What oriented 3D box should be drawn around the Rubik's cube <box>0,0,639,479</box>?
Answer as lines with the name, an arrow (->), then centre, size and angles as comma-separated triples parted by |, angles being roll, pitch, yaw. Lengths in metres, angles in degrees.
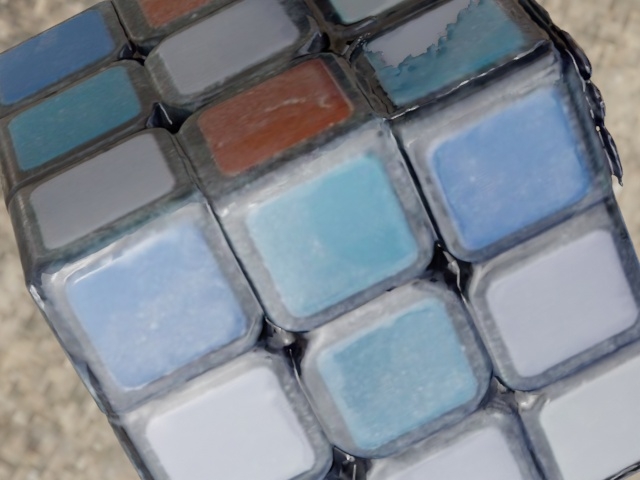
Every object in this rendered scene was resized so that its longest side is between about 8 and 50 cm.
Rubik's cube -> 0.000, 0.000, 1.311 | 0.359, 0.363, 0.362 | -30, 125, -1
